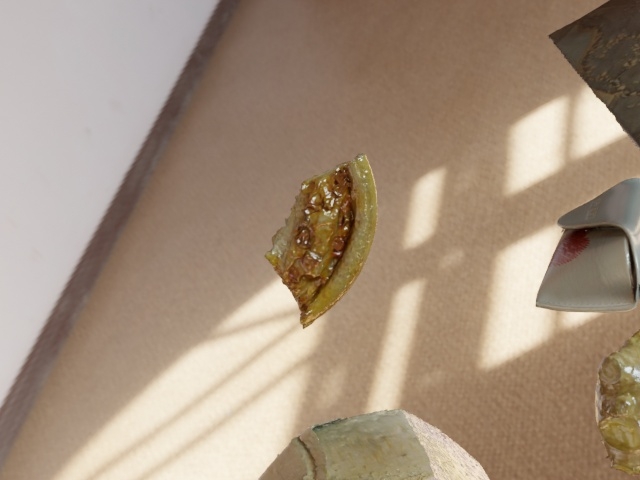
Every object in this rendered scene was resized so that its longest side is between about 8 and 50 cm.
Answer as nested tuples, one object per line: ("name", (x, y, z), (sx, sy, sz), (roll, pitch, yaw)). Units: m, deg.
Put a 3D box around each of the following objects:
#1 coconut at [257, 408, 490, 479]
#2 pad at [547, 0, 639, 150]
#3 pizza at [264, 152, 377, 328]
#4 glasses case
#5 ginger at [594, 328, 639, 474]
("coconut", (0.054, 0.356, 1.039), (0.352, 0.352, 0.352), (-24, 35, 18))
("pad", (0.306, -0.155, 0.477), (0.367, 0.007, 0.247), (-30, 29, 12))
("pizza", (0.007, -0.001, 1.397), (0.271, 0.134, 0.056), (-60, 15, 15))
("glasses case", (0.333, -0.003, 1.171), (0.128, 0.083, 0.308), (-15, 12, 25))
("ginger", (0.428, 0.230, 1.318), (0.102, 0.216, 0.157), (2, 24, 40))
